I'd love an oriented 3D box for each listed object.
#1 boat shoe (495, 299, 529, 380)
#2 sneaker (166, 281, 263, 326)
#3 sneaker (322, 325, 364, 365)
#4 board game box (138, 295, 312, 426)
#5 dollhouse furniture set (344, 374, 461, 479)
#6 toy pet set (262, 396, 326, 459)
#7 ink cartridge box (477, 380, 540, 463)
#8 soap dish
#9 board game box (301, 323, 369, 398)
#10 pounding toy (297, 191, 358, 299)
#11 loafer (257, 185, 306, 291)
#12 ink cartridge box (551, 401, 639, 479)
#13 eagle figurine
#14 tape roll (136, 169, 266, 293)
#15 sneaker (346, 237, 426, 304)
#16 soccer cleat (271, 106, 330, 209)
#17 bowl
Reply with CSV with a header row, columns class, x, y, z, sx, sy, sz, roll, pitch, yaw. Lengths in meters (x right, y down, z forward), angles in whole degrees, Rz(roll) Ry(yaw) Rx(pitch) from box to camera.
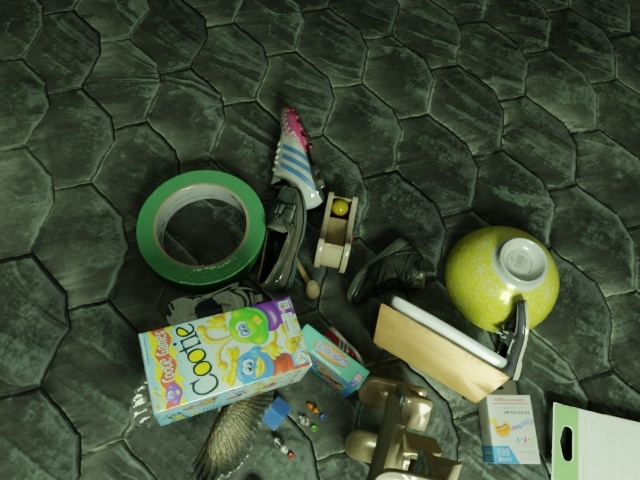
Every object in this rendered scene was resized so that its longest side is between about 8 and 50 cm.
class,x,y,z,sx,sy,sz,roll,pitch,yaw
boat shoe,0.443,0.232,1.090,0.065,0.075,0.206,7,110,17
sneaker,-0.241,0.159,1.116,0.235,0.153,0.094,-22,81,27
sneaker,0.044,0.267,1.110,0.067,0.042,0.118,-38,66,-22
board game box,-0.177,0.223,0.872,0.275,0.144,0.142,-12,65,-20
dollhouse furniture set,0.059,0.486,0.860,0.256,0.362,0.394,13,96,0
toy pet set,-0.065,0.400,1.033,0.114,0.065,0.122,39,69,12
ink cartridge box,0.423,0.408,1.063,0.104,0.061,0.181,2,66,-3
soap dish,0.247,0.239,1.046,0.291,0.229,0.118,29,85,9
board game box,0.015,0.269,1.016,0.160,0.210,0.047,36,69,11
pounding toy,0.000,0.000,1.162,0.155,0.154,0.269,11,66,1
loafer,-0.098,-0.007,1.146,0.096,0.084,0.267,3,85,42
ink cartridge box,0.630,0.479,1.051,0.235,0.056,0.171,12,66,5
eagle figurine,-0.202,0.318,0.979,0.226,0.298,0.225,-3,107,29
tape roll,-0.299,-0.026,1.197,0.321,0.077,0.321,1,67,-3
sneaker,0.174,0.098,1.157,0.227,0.087,0.130,-36,54,-22
soccer cleat,-0.086,-0.226,1.277,0.143,0.116,0.331,-22,63,8
bowl,0.473,0.075,1.160,0.289,0.156,0.289,2,66,-4
